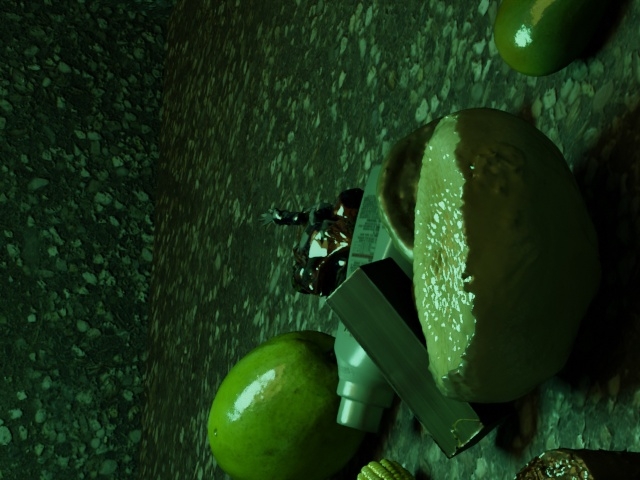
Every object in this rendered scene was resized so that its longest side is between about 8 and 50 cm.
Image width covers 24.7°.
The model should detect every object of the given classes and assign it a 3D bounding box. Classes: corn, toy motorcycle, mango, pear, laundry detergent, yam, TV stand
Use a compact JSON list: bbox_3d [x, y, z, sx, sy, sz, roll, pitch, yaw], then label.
[{"bbox_3d":[0.118,0.390,2.064,0.244,0.093,0.093,-133,57,-66],"label":"corn"},{"bbox_3d":[0.000,0.000,2.574,0.401,0.134,0.207,-164,86,-69],"label":"toy motorcycle"},{"bbox_3d":[0.313,-0.324,1.905,0.156,0.114,0.251,-89,20,-47],"label":"mango"},{"bbox_3d":[-0.047,0.274,2.366,0.253,0.252,0.307,-100,32,-47],"label":"pear"},{"bbox_3d":[0.111,0.088,2.176,0.264,0.124,0.398,6,80,66],"label":"laundry detergent"},{"bbox_3d":[0.304,0.266,1.416,0.128,0.238,0.129,-47,42,45],"label":"yam"},{"bbox_3d":[0.131,0.153,1.940,0.083,0.088,0.269,-45,74,28],"label":"TV stand"}]

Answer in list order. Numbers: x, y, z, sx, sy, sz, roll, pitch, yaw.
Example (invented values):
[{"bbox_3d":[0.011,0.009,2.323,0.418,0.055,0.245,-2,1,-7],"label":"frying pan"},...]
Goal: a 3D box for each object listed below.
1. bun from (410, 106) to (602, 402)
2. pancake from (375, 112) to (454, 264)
[{"bbox_3d":[0.231,0.018,1.781,0.364,0.202,0.364,179,90,-85],"label":"bun"},{"bbox_3d":[0.177,-0.075,2.038,0.241,0.050,0.242,-10,64,21],"label":"pancake"}]
